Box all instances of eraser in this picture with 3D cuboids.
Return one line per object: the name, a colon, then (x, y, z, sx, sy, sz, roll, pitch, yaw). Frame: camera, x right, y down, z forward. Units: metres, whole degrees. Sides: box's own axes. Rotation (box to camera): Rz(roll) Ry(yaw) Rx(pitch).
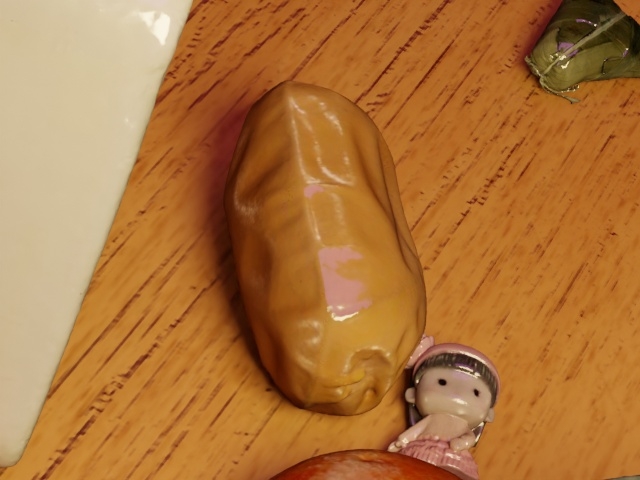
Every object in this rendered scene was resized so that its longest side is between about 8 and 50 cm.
eraser: (-0.180, -0.073, 1.136, 0.150, 0.331, 0.331, 17, 48, -9)

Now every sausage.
sausage: (0.001, 0.000, 1.273, 0.120, 0.136, 0.241, -1, 48, -15)

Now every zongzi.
zongzi: (0.227, -0.137, 1.533, 0.119, 0.055, 0.109, 38, 50, -4)

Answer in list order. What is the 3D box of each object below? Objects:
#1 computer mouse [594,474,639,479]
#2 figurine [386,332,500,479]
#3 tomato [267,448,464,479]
computer mouse: (0.243, 0.219, 1.006, 0.374, 0.114, 0.203, 12, 50, -10)
figurine: (0.075, 0.121, 1.256, 0.072, 0.054, 0.129, 11, 54, 7)
tomato: (0.039, 0.221, 1.101, 0.236, 0.095, 0.237, 4, 57, -6)
